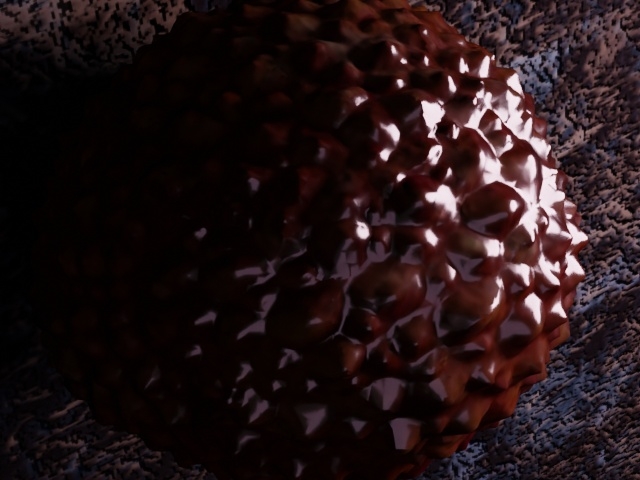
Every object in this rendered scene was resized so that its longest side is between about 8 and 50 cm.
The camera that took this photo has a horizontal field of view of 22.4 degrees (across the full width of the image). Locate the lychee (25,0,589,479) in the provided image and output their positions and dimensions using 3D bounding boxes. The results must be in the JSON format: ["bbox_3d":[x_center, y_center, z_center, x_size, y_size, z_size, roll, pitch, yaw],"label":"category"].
[{"bbox_3d":[0.000,0.000,0.814,0.300,0.264,0.264,-23,133,-30],"label":"lychee"}]
